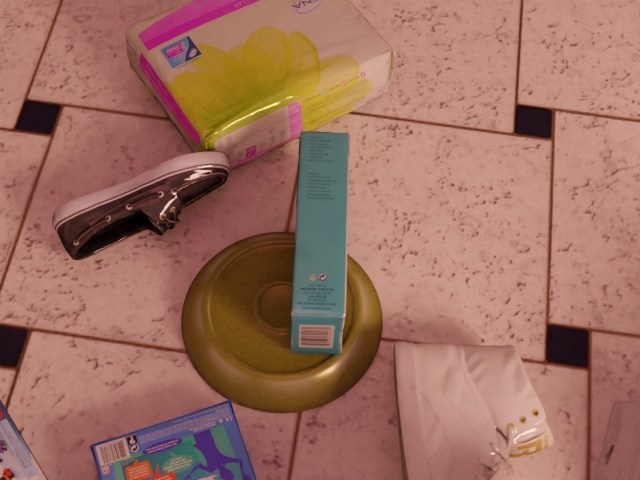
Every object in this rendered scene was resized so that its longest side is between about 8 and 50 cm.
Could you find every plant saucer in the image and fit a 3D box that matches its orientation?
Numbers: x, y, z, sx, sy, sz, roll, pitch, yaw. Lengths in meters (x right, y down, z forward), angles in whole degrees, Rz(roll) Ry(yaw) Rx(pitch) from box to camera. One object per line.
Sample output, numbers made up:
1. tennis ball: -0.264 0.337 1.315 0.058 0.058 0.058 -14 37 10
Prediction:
1. plant saucer: -0.045 0.084 1.208 0.240 0.037 0.241 1 60 -1

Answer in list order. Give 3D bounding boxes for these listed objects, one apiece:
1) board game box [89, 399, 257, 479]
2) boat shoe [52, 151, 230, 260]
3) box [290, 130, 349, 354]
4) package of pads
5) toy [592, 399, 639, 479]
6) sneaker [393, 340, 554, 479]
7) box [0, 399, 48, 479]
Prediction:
1. board game box: -0.137 0.291 1.074 0.160 0.047 0.210 -16 61 -12
2. boat shoe: -0.211 -0.038 1.252 0.228 0.080 0.076 -20 68 -12
3. box: 0.000 0.000 1.179 0.060 0.100 0.244 2 58 -1
4. package of pads: -0.075 -0.237 1.360 0.296 0.101 0.229 -28 64 -17
5. toy: 0.402 0.236 1.065 0.056 0.237 0.137 41 59 -24
6. sneaker: 0.170 0.236 1.085 0.169 0.108 0.293 -2 58 0
7. box: -0.361 0.286 1.070 0.159 0.044 0.233 -31 65 -19
